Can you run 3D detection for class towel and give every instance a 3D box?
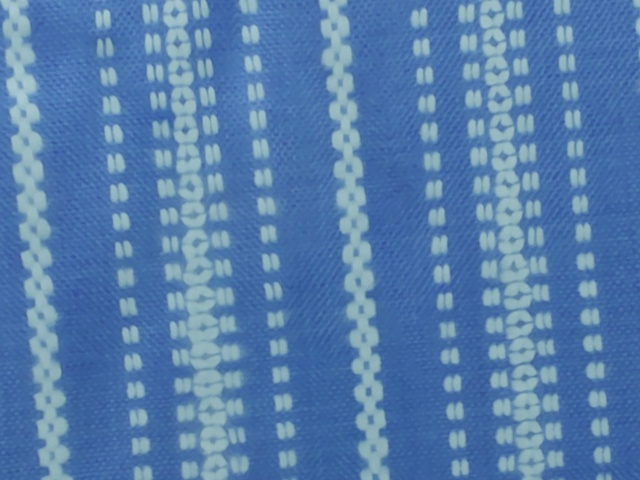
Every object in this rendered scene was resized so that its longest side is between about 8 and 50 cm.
[{"bbox_3d":[-0.016,0.034,0.451,0.336,0.040,0.243,-6,90,-3],"label":"towel"}]
